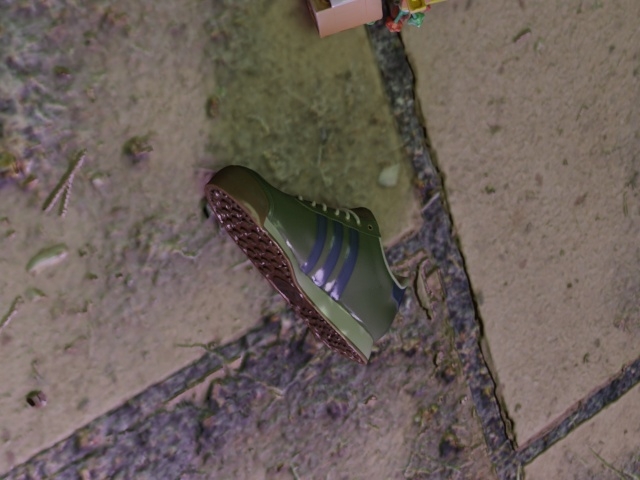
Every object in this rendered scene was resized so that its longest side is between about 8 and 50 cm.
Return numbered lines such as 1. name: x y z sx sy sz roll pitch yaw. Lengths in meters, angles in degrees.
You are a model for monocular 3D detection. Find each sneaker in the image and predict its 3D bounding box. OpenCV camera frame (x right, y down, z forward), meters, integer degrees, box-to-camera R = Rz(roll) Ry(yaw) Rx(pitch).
1. sneaker: 0.000 0.000 0.628 0.086 0.064 0.192 -50 122 -20

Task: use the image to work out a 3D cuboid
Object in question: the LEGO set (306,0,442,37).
1. LEGO set: 0.116 -0.225 0.637 0.132 0.107 0.287 40 84 4
